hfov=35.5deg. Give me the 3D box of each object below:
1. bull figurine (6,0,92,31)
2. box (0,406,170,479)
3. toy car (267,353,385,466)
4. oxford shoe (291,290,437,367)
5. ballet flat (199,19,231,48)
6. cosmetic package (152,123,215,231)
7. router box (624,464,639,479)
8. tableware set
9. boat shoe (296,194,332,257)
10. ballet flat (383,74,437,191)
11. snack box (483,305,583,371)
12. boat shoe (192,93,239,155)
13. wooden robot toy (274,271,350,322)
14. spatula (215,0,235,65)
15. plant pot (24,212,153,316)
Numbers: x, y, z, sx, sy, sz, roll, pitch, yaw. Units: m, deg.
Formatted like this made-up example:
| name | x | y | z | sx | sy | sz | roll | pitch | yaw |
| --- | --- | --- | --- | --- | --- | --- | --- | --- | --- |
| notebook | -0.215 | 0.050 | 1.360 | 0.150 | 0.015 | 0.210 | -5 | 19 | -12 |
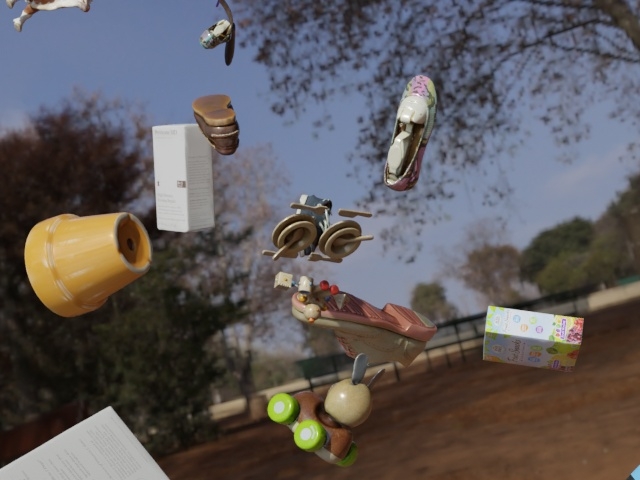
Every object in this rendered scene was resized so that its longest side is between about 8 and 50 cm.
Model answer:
| name | x | y | z | sx | sy | sz | roll | pitch | yaw |
| --- | --- | --- | --- | --- | --- | --- | --- | --- | --- |
| bull figurine | -0.681 | -0.603 | 2.332 | 0.188 | 0.310 | 0.101 | -44 | -12 | -32 |
| box | -0.449 | 0.474 | 1.757 | 0.168 | 0.215 | 0.345 | -44 | -8 | 25 |
| toy car | 0.032 | 0.281 | 1.751 | 0.188 | 0.149 | 0.155 | -51 | -36 | 0 |
| oxford shoe | 0.090 | 0.214 | 2.287 | 0.397 | 0.147 | 0.140 | 17 | 17 | -31 |
| ballet flat | -0.178 | -0.372 | 1.783 | 0.041 | 0.041 | 0.114 | -18 | 20 | 25 |
| cosmetic package | -0.299 | -0.138 | 2.182 | 0.117 | 0.231 | 0.085 | 4 | 11 | 44 |
| router box | 0.477 | 0.336 | 1.258 | 0.046 | 0.179 | 0.133 | 34 | -79 | -36 |
| tableware set | 0.000 | 0.000 | 1.814 | 0.194 | 0.039 | 0.128 | 6 | -52 | -38 |
| boat shoe | -0.012 | -0.034 | 2.227 | 0.079 | 0.095 | 0.254 | 0 | 19 | 3 |
| ballet flat | 0.164 | -0.198 | 1.865 | 0.076 | 0.222 | 0.079 | 18 | 12 | 27 |
| snack box | 0.471 | 0.222 | 2.234 | 0.207 | 0.070 | 0.174 | 8 | -27 | 12 |
| boat shoe | -0.184 | -0.207 | 1.772 | 0.073 | 0.073 | 0.207 | -12 | 24 | -6 |
| wooden robot toy | -0.014 | 0.123 | 1.999 | 0.173 | 0.079 | 0.076 | 24 | -28 | -31 |
| spatula | -0.201 | -0.482 | 2.164 | 0.030 | 0.084 | 0.296 | 11 | -33 | 6 |
| plant pot | -0.446 | 0.032 | 1.986 | 0.187 | 0.205 | 0.205 | -17 | -11 | 23 |
